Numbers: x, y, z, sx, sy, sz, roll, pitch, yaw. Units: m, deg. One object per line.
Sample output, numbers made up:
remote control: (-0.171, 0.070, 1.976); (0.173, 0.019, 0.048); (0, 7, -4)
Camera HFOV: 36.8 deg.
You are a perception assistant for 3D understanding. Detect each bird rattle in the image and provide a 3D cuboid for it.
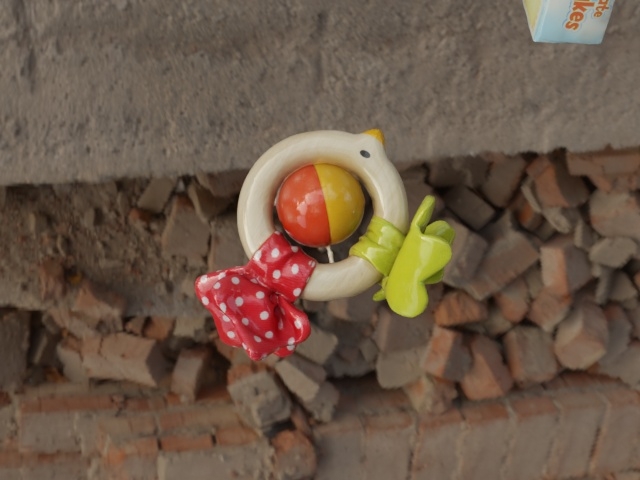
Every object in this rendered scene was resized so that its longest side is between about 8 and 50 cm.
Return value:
bird rattle: (0.000, 0.000, 0.923); (0.253, 0.143, 0.207); (-13, 80, 9)

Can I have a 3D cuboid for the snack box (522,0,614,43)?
snack box: (0.190, -0.330, 0.770); (0.060, 0.322, 0.187); (1, 139, -2)
